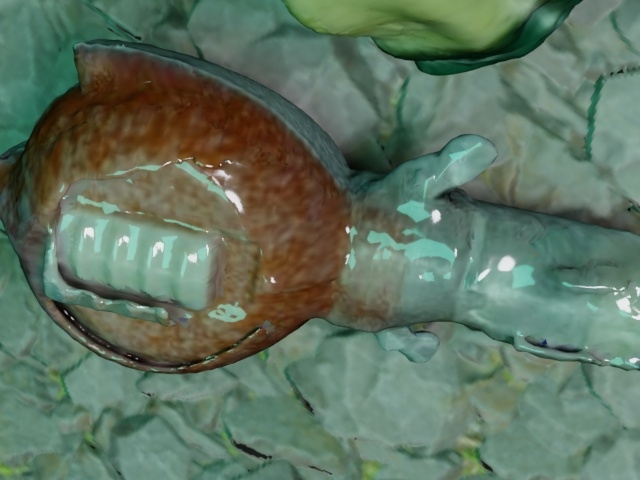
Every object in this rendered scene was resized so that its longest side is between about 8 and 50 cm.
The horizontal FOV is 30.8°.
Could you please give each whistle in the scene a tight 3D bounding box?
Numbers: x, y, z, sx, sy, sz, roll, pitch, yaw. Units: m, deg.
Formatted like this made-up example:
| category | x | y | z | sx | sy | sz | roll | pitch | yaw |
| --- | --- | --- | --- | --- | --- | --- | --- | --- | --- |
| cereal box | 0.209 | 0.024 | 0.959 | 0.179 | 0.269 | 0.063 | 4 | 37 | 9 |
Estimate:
| category | x | y | z | sx | sy | sz | roll | pitch | yaw |
| --- | --- | --- | --- | --- | --- | --- | --- | --- | --- |
| whistle | 0.000 | 0.001 | 0.509 | 0.346 | 0.133 | 0.142 | 12 | 103 | 4 |

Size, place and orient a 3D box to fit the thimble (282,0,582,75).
| category | x | y | z | sx | sy | sz | roll | pitch | yaw |
| --- | --- | --- | --- | --- | --- | --- | --- | --- | --- |
| thimble | 0.009 | -0.200 | 0.362 | 0.167 | 0.254 | 0.288 | -40 | 81 | 23 |
